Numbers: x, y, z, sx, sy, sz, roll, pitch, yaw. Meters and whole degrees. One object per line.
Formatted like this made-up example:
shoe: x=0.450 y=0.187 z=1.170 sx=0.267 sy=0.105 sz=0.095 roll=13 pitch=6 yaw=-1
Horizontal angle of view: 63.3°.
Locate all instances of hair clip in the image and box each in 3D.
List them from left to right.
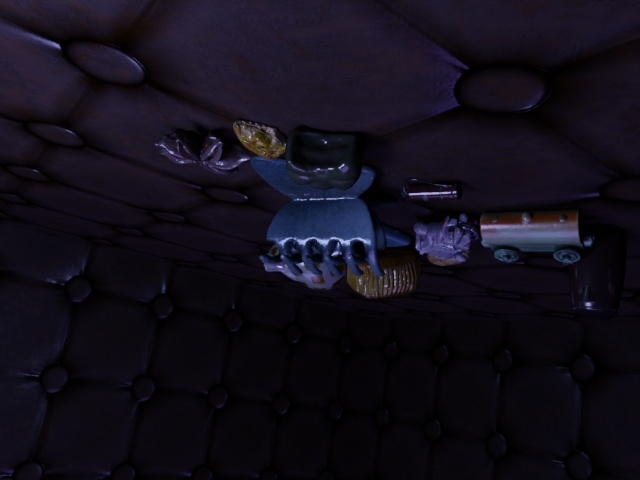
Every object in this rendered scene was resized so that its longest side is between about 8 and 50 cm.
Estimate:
hair clip: x=0.019 y=-0.040 z=1.355 sx=0.318 sy=0.239 sz=0.392 roll=1 pitch=164 yaw=22

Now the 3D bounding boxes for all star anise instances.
star anise: x=-0.267 y=-0.208 z=1.199 sx=0.212 sy=0.073 sz=0.196 roll=14 pitch=169 yaw=-29

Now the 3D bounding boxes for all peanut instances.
peanut: x=0.420 y=0.043 z=1.711 sx=0.083 sy=0.093 sz=0.194 roll=52 pitch=154 yaw=-5

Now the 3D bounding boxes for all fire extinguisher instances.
fire extinguisher: x=0.260 y=-0.123 z=1.262 sx=0.157 sy=0.045 sz=0.078 roll=1 pitch=136 yaw=33

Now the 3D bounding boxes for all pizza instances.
pizza: x=-0.127 y=-0.217 z=1.145 sx=0.098 sy=0.036 sz=0.160 roll=3 pitch=165 yaw=25

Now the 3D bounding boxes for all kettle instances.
kettle: x=0.749 y=0.095 z=1.407 sx=0.143 sy=0.233 sz=0.202 roll=-2 pitch=163 yaw=41

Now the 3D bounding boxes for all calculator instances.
calculator: x=0.206 y=-0.017 z=1.721 sx=0.210 sy=0.039 sz=0.121 roll=19 pitch=165 yaw=-36

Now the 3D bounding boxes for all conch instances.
conch: x=-0.012 y=0.064 z=1.885 sx=0.367 sy=0.197 sz=0.249 roll=12 pitch=-157 yaw=-34

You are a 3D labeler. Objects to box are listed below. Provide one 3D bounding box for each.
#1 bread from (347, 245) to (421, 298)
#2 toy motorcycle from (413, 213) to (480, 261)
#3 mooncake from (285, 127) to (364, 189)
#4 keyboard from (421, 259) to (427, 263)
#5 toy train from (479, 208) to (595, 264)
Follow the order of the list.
bread: x=0.221 y=0.097 z=1.791 sx=0.253 sy=0.143 sz=0.227 roll=-11 pitch=-162 yaw=-21
toy motorcycle: x=0.354 y=-0.010 z=1.535 sx=0.170 sy=0.110 sz=0.260 roll=23 pitch=160 yaw=-2
mooncake: x=0.009 y=-0.174 z=1.099 sx=0.175 sy=0.104 sz=0.168 roll=-6 pitch=154 yaw=38
keyboard: x=0.346 y=0.073 z=2.050 sx=0.155 sy=0.010 sz=0.053 roll=15 pitch=166 yaw=-23
toy train: x=0.553 y=-0.021 z=1.356 sx=0.285 sy=0.116 sz=0.177 roll=1 pitch=152 yaw=34
